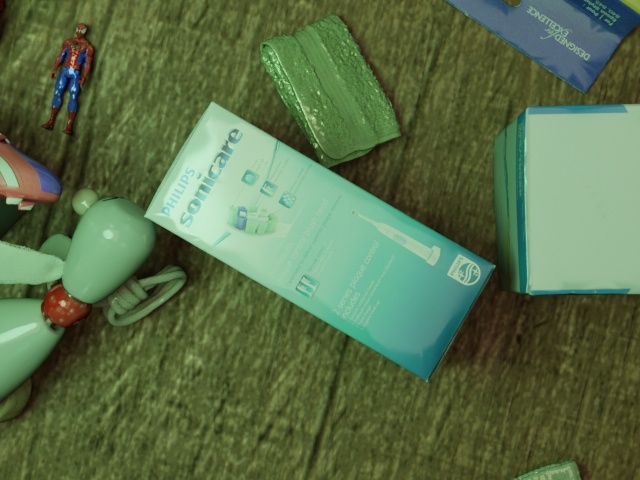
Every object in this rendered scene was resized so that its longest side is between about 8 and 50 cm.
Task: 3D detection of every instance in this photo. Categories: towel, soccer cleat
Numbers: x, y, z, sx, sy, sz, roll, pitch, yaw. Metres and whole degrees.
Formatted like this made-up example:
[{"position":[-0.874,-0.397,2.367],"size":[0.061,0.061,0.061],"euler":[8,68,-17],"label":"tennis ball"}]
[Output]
[{"position":[0.012,-0.153,1.264],"size":[0.110,0.027,0.148],"euler":[-27,87,-29],"label":"towel"},{"position":[-0.342,-0.093,1.089],"size":[0.248,0.083,0.095],"euler":[15,85,2],"label":"soccer cleat"}]

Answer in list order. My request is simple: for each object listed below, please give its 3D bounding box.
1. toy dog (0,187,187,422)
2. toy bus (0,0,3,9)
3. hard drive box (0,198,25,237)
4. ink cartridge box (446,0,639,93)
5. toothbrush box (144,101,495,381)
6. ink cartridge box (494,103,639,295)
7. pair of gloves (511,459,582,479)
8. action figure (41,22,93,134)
[{"position":[-0.311,0.055,1.207],"size":[0.334,0.220,0.161],"euler":[-38,77,-2],"label":"toy dog"},{"position":[-0.322,-0.298,1.240],"size":[0.220,0.149,0.211],"euler":[0,104,-2],"label":"toy bus"},{"position":[-0.394,-0.107,1.216],"size":[0.232,0.181,0.089],"euler":[44,90,-1],"label":"hard drive box"},{"position":[0.238,-0.361,1.262],"size":[0.303,0.072,0.307],"euler":[34,89,0],"label":"ink cartridge box"},{"position":[0.000,0.000,1.193],"size":[0.295,0.216,0.126],"euler":[31,91,0],"label":"toothbrush box"},{"position":[0.262,-0.033,1.181],"size":[0.171,0.232,0.168],"euler":[-1,88,1],"label":"ink cartridge box"},{"position":[0.194,0.359,1.281],"size":[0.240,0.042,0.204],"euler":[-26,87,-1],"label":"pair of gloves"},{"position":[-0.260,-0.169,1.290],"size":[0.038,0.030,0.115],"euler":[13,89,6],"label":"action figure"}]
